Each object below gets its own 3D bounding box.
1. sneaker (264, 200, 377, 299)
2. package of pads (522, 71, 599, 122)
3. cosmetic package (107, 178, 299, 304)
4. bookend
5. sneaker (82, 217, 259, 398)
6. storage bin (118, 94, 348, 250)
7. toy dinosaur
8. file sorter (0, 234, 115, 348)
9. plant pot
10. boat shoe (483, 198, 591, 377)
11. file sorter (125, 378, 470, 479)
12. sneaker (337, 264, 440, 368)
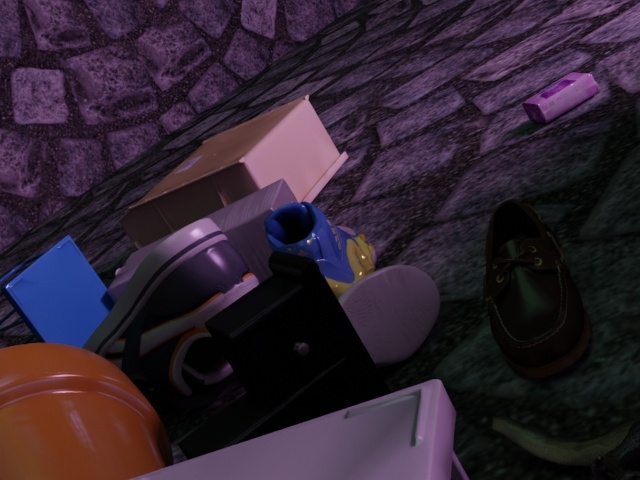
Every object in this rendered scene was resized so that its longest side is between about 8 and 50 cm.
[{"bbox_3d":[0.000,0.000,1.025,0.091,0.126,0.240,-28,17,3],"label":"sneaker"},{"bbox_3d":[0.298,-0.178,1.217,0.083,0.032,0.050,-32,15,-7],"label":"package of pads"},{"bbox_3d":[-0.130,0.028,1.208,0.238,0.107,0.127,-28,17,16],"label":"cosmetic package"},{"bbox_3d":[-0.041,0.116,0.705,0.156,0.157,0.072,-34,17,-18],"label":"bookend"},{"bbox_3d":[-0.153,0.108,1.003,0.126,0.127,0.321,-34,-8,-35],"label":"sneaker"},{"bbox_3d":[-0.134,-0.083,1.498,0.260,0.123,0.262,-20,20,31],"label":"storage bin"},{"bbox_3d":[0.203,0.102,0.521,0.268,0.064,0.118,-22,11,30],"label":"toy dinosaur"},{"bbox_3d":[-0.318,0.106,1.169,0.105,0.170,0.118,-21,19,35],"label":"file sorter"},{"bbox_3d":[-0.174,0.198,0.658,0.205,0.205,0.188,-35,34,-19],"label":"plant pot"},{"bbox_3d":[0.160,0.031,0.771,0.073,0.073,0.207,-24,19,13],"label":"boat shoe"},{"bbox_3d":[-0.019,0.218,0.344,0.193,0.173,0.277,-22,18,20],"label":"file sorter"},{"bbox_3d":[0.009,0.095,0.840,0.212,0.080,0.094,-38,7,-23],"label":"sneaker"}]
